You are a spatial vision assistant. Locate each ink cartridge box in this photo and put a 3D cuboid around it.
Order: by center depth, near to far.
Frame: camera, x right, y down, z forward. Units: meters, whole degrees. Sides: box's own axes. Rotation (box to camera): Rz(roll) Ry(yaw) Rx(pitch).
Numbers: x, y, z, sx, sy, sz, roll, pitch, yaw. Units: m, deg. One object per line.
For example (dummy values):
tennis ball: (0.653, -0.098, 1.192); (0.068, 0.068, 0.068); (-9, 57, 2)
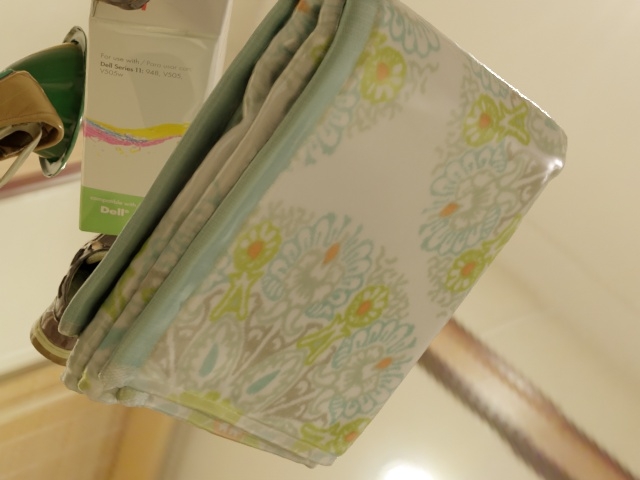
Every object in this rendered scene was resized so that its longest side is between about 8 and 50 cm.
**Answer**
ink cartridge box: (-0.146, -0.188, 1.481); (0.353, 0.119, 0.207); (103, -5, -49)

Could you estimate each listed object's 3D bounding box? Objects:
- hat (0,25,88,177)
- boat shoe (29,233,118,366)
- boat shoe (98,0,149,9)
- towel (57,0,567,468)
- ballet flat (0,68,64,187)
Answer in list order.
hat: (-0.369, -0.166, 1.781); (0.208, 0.183, 0.173); (-109, -143, -49)
boat shoe: (-0.220, 0.042, 1.617); (0.080, 0.223, 0.073); (38, -57, -7)
boat shoe: (-0.113, -0.235, 0.854); (0.081, 0.068, 0.228); (-5, -106, 25)
towel: (0.000, 0.000, 1.260); (0.374, 0.320, 0.090); (-53, -129, 8)
ballet flat: (-0.278, -0.057, 1.180); (0.073, 0.232, 0.080); (46, -42, 4)
